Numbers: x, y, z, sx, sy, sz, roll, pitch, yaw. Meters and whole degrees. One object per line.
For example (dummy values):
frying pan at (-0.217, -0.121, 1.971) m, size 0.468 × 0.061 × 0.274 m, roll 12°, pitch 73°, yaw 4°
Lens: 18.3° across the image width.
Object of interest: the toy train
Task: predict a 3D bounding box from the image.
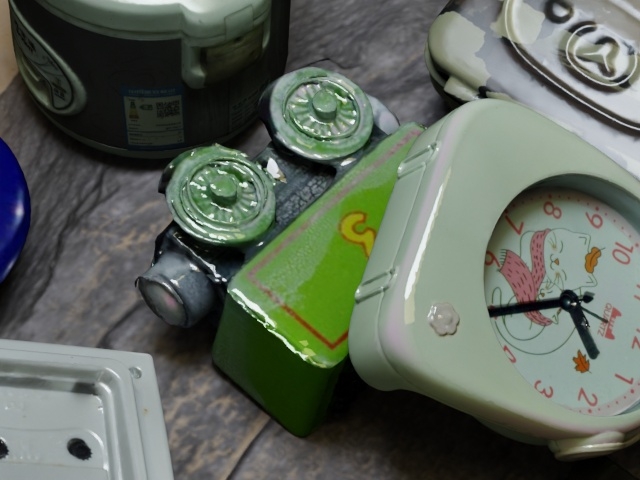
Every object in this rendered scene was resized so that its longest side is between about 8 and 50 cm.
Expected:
toy train at (0.000, 0.000, 1.780) m, size 0.249 × 0.173 × 0.307 m, roll 39°, pitch 59°, yaw 15°

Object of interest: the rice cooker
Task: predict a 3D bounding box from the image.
rice cooker at (-0.159, -0.244, 1.878) m, size 0.288 × 0.277 × 0.288 m, roll 2°, pitch 55°, yaw -3°

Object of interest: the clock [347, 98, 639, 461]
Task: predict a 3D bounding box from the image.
clock at (0.197, 0.056, 1.687) m, size 0.324 × 0.108 × 0.265 m, roll 29°, pitch 64°, yaw -18°

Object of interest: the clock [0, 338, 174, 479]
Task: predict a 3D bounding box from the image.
clock at (-0.245, 0.173, 1.618) m, size 0.262 × 0.116 × 0.231 m, roll 8°, pitch 49°, yaw -23°

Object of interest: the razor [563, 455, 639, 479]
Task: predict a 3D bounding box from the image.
razor at (0.264, 0.246, 1.683) m, size 0.148 × 0.054 × 0.090 m, roll 32°, pitch 58°, yaw 17°

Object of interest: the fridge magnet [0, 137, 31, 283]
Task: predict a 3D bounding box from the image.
fridge magnet at (-0.395, -0.021, 1.795) m, size 0.265 × 0.113 × 0.265 m, roll 2°, pitch 53°, yaw -2°

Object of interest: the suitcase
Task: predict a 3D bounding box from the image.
suitcase at (0.315, -0.190, 1.898) m, size 0.351 × 0.194 × 0.339 m, roll 35°, pitch 83°, yaw 19°
